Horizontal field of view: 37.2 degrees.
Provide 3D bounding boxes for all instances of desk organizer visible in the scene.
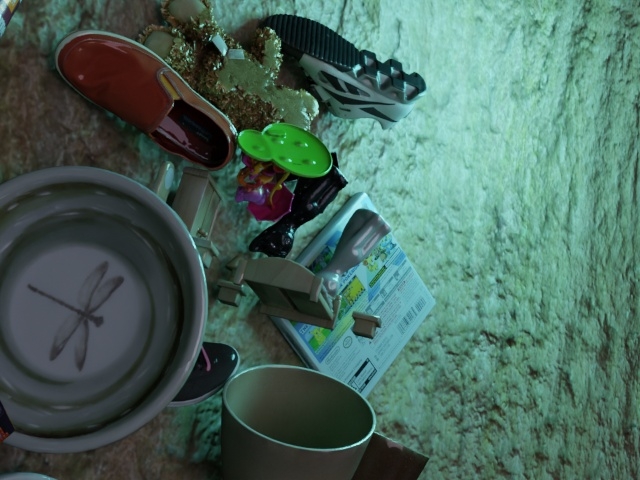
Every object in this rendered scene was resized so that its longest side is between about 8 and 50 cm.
[{"bbox_3d":[-0.028,-0.137,1.780,0.130,0.050,0.047,-15,97,-41],"label":"desk organizer"}]

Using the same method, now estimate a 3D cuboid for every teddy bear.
[{"bbox_3d":[-0.165,-0.278,1.646,0.338,0.113,0.245,22,67,-31],"label":"teddy bear"}]

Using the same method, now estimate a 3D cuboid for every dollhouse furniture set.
[{"bbox_3d":[-0.072,0.007,1.524,0.303,0.355,0.174,65,39,-70],"label":"dollhouse furniture set"}]

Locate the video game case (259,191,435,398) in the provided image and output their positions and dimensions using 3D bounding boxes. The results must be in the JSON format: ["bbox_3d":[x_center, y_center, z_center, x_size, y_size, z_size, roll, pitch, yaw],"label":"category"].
[{"bbox_3d":[0.064,0.120,1.852,0.329,0.036,0.300,-48,116,-32],"label":"video game case"}]

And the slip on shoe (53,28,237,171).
[{"bbox_3d":[-0.266,-0.218,1.500,0.331,0.101,0.123,35,102,-23],"label":"slip on shoe"}]

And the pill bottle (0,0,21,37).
[{"bbox_3d":[-0.493,-0.334,1.332,0.121,0.121,0.221,36,65,-34],"label":"pill bottle"}]

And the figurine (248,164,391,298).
[{"bbox_3d":[0.000,0.000,1.730,0.215,0.092,0.209,45,76,-25],"label":"figurine"}]

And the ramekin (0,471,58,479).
[{"bbox_3d":[-0.451,0.454,1.320,0.272,0.127,0.273,4,84,-42],"label":"ramekin"}]

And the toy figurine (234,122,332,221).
[{"bbox_3d":[-0.089,-0.099,1.606,0.173,0.159,0.130,3,45,-32],"label":"toy figurine"}]

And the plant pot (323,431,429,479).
[{"bbox_3d":[0.055,0.456,1.735,0.215,0.215,0.230,32,79,-36],"label":"plant pot"}]

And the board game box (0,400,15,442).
[{"bbox_3d":[-0.506,0.213,1.256,0.048,0.170,0.141,-45,119,-59],"label":"board game box"}]

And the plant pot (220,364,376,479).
[{"bbox_3d":[-0.062,0.392,1.596,0.256,0.256,0.274,-5,116,-42],"label":"plant pot"}]

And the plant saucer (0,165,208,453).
[{"bbox_3d":[-0.354,0.098,1.355,0.400,0.100,0.401,0,80,1],"label":"plant saucer"}]

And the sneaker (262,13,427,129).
[{"bbox_3d":[0.024,-0.303,1.796,0.330,0.146,0.122,26,41,-14],"label":"sneaker"}]

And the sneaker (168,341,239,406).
[{"bbox_3d":[-0.230,0.187,1.504,0.295,0.147,0.105,-6,55,-40],"label":"sneaker"}]
